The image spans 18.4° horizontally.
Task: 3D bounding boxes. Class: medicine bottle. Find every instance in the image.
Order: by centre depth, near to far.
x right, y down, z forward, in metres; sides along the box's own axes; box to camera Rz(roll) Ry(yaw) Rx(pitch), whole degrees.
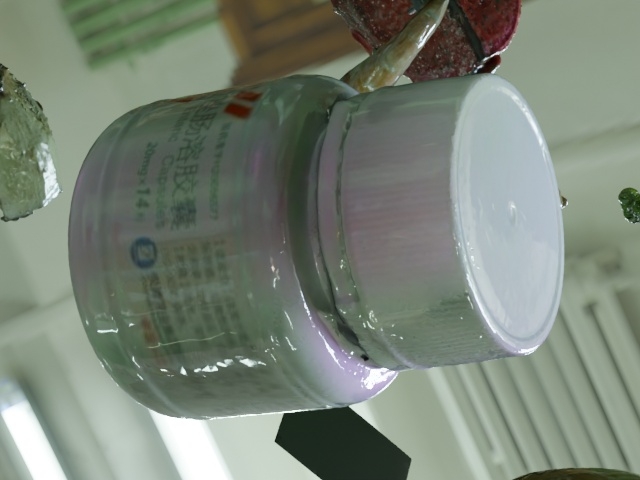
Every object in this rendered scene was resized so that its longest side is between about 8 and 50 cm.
[{"bbox_3d":[0.000,0.000,1.417,0.302,0.241,0.241,-8,-164,27],"label":"medicine bottle"}]

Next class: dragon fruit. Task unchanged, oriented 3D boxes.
[{"bbox_3d":[0.120,-0.277,2.130,0.189,0.261,0.163,-28,173,-13],"label":"dragon fruit"}]

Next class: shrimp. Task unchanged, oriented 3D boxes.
[{"bbox_3d":[0.053,-0.168,1.843,0.219,0.046,0.152,-43,-167,49],"label":"shrimp"}]

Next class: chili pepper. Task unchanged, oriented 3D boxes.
[{"bbox_3d":[0.345,-0.037,2.164,0.034,0.030,0.091,-51,-171,4],"label":"chili pepper"}]

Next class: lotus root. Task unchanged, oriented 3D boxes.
[{"bbox_3d":[-0.299,-0.105,1.936,0.070,0.144,0.143,-15,-146,-9],"label":"lotus root"}]

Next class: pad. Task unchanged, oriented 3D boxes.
[{"bbox_3d":[0.029,0.246,2.310,0.004,0.190,0.127,-36,-158,37],"label":"pad"}]

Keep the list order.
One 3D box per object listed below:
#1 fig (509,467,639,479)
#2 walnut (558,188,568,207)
[{"bbox_3d":[0.263,0.255,1.746,0.321,0.217,0.217,-41,-166,-13],"label":"fig"},{"bbox_3d":[0.202,-0.045,2.567,0.204,0.141,0.238,-32,172,32],"label":"walnut"}]
